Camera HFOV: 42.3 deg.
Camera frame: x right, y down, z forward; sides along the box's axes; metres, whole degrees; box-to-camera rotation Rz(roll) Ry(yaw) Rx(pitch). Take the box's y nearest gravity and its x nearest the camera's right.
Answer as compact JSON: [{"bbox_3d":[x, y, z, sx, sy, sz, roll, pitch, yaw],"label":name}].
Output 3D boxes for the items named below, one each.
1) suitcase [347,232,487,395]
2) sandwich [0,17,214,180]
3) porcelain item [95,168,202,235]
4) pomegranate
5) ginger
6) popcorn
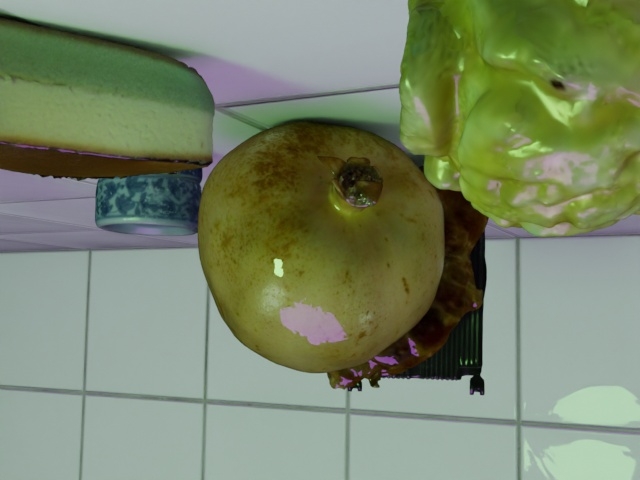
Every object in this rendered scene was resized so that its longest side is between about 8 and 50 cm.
[{"bbox_3d":[0.157,0.069,1.355,0.230,0.335,0.152,0,-170,6],"label":"suitcase"},{"bbox_3d":[-0.226,-0.115,0.700,0.220,0.108,0.186,1,176,24],"label":"sandwich"},{"bbox_3d":[-0.238,-0.069,1.155,0.147,0.114,0.147,1,173,0],"label":"porcelain item"},{"bbox_3d":[0.000,0.000,0.984,0.319,0.319,0.319,1,175,0],"label":"pomegranate"},{"bbox_3d":[0.097,0.044,1.195,0.274,0.357,0.152,10,-174,-8],"label":"ginger"},{"bbox_3d":[0.132,-0.095,0.432,0.185,0.187,0.167,33,-179,44],"label":"popcorn"}]
